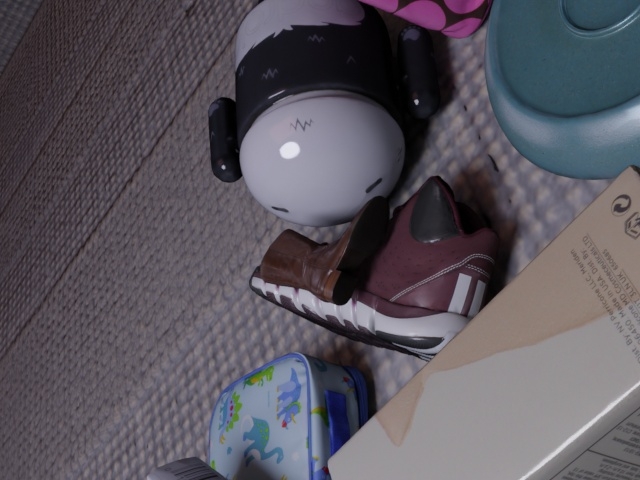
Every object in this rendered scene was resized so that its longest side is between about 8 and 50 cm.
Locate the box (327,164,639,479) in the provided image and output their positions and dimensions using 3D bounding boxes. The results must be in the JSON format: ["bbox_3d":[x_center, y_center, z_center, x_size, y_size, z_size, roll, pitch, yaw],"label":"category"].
[{"bbox_3d":[0.157,0.118,0.577,0.311,0.148,0.121,-48,38,27],"label":"box"}]

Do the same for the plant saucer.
[{"bbox_3d":[0.245,-0.205,0.715,0.318,0.044,0.317,-29,50,43],"label":"plant saucer"}]

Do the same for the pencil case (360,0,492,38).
[{"bbox_3d":[0.067,-0.273,0.852,0.098,0.209,0.095,-62,27,30],"label":"pencil case"}]

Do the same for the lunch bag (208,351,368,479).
[{"bbox_3d":[-0.028,0.225,0.829,0.176,0.090,0.218,-36,46,41],"label":"lunch bag"}]

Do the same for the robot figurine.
[{"bbox_3d":[-0.003,-0.146,0.921,0.209,0.174,0.278,-48,38,46],"label":"robot figurine"}]

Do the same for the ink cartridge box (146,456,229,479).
[{"bbox_3d":[-0.040,0.375,0.705,0.304,0.072,0.307,19,114,44],"label":"ink cartridge box"}]

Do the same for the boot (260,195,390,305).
[{"bbox_3d":[0.000,0.000,0.792,0.114,0.037,0.106,17,74,52],"label":"boot"}]

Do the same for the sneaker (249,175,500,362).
[{"bbox_3d":[0.058,0.013,0.829,0.281,0.106,0.162,12,76,47],"label":"sneaker"}]
